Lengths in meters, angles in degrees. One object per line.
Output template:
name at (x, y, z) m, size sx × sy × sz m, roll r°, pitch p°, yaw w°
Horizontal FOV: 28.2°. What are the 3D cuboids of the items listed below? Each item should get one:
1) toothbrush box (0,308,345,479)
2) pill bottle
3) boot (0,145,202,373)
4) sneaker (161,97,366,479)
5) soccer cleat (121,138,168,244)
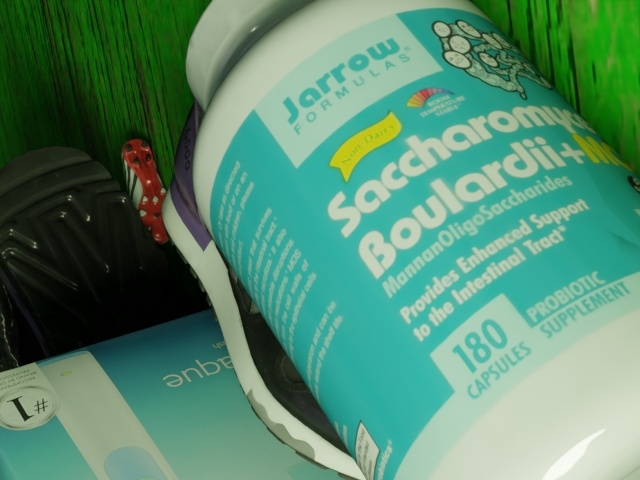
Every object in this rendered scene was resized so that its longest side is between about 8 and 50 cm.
toothbrush box at (-0.024, 0.167, 0.637) m, size 0.295 × 0.216 × 0.126 m, roll 45°, pitch 141°, yaw 45°
pill bottle at (0.044, 0.000, 0.491) m, size 0.264 × 0.146 × 0.146 m, roll 54°, pitch 147°, yaw 33°
boot at (-0.162, 0.117, 0.966) m, size 0.348 × 0.131 × 0.260 m, roll 65°, pitch 154°, yaw 13°
sneaker at (0.000, 0.000, 0.630) m, size 0.283 × 0.107 × 0.124 m, roll 48°, pitch 137°, yaw 41°
soccer cleat at (-0.128, -0.034, 0.935) m, size 0.035 × 0.029 × 0.083 m, roll 128°, pitch 125°, yaw -69°
